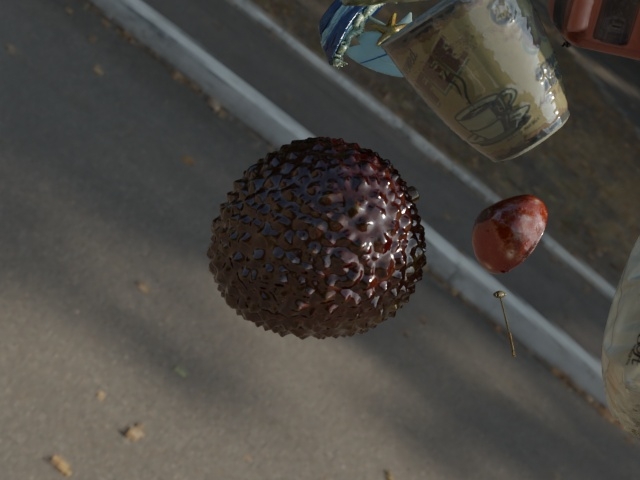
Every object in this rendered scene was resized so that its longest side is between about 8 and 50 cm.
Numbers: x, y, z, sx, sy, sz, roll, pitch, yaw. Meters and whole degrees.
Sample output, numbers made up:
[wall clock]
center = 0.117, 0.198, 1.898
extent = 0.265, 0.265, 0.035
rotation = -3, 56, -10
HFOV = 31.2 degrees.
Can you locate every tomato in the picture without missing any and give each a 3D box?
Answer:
[tomato]
center = 0.327, -0.027, 2.048
extent = 0.091, 0.159, 0.139
rotation = 42, -22, -21

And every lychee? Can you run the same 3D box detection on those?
[lychee]
center = 0.000, 0.000, 1.496
extent = 0.304, 0.276, 0.276
rotation = -24, 55, -21

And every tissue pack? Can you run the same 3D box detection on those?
[tissue pack]
center = 0.508, 0.084, 1.572
extent = 0.195, 0.376, 0.390
rotation = 15, -14, 23

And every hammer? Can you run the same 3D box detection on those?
[hammer]
center = 0.331, 0.147, 2.034
extent = 0.029, 0.014, 0.123
rotation = 1, 68, -33

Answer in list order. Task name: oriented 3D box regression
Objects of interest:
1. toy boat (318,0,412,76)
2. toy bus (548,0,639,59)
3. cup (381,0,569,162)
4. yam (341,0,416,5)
[toy boat]
center = 0.142, -0.382, 2.262
extent = 0.291, 0.220, 0.067
rotation = 35, -24, 13
[toy bus]
center = 0.574, -0.373, 1.773
extent = 0.426, 0.203, 0.233
rotation = 13, 33, 6
[cup]
center = 0.241, -0.256, 1.773
extent = 0.257, 0.227, 0.301
rotation = 58, -7, -9
[yam]
center = 0.109, -0.272, 1.031
extent = 0.194, 0.107, 0.107
rotation = -9, 30, -2
